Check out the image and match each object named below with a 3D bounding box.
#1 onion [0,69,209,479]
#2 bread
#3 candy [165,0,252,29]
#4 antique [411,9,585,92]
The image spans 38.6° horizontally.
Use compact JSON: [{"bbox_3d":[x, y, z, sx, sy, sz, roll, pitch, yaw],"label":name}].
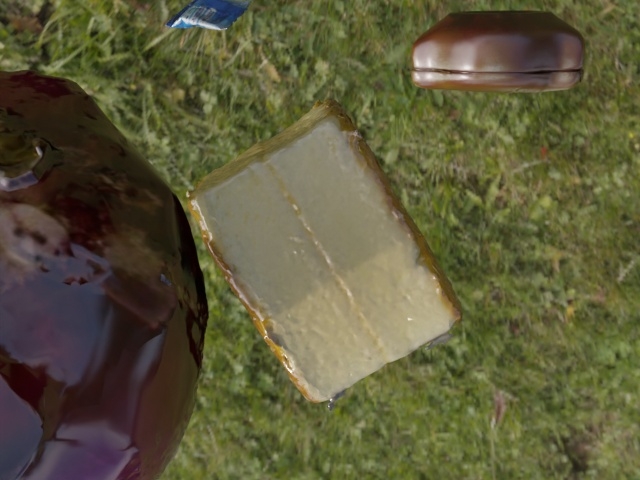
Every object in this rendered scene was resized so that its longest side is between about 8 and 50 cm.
[{"bbox_3d":[-0.281,0.097,0.730,0.398,0.399,0.420,8,149,-1],"label":"onion"},{"bbox_3d":[0.000,0.000,1.047,0.207,0.279,0.279,-33,104,5],"label":"bread"},{"bbox_3d":[-0.177,-0.368,1.475,0.136,0.088,0.038,12,135,34],"label":"candy"},{"bbox_3d":[0.286,-0.305,1.481,0.278,0.223,0.129,4,107,15],"label":"antique"}]
